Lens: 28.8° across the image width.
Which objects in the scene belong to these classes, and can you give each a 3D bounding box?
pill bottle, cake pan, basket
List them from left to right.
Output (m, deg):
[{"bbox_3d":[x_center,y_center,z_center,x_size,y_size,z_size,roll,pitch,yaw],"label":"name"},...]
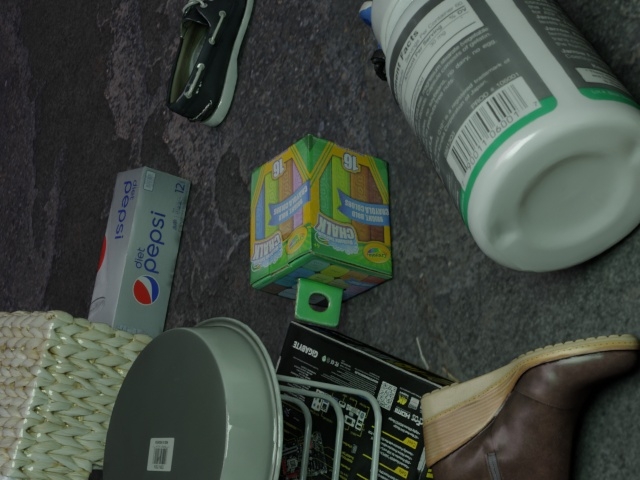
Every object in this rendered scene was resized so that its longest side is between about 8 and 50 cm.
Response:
[{"bbox_3d":[-0.334,0.258,1.744,0.331,0.328,0.266,-5,70,54],"label":"basket"},{"bbox_3d":[-0.143,0.219,1.290,0.293,0.054,0.293,-24,59,49],"label":"cake pan"},{"bbox_3d":[0.188,-0.156,1.298,0.204,0.204,0.361,-52,39,27],"label":"pill bottle"}]

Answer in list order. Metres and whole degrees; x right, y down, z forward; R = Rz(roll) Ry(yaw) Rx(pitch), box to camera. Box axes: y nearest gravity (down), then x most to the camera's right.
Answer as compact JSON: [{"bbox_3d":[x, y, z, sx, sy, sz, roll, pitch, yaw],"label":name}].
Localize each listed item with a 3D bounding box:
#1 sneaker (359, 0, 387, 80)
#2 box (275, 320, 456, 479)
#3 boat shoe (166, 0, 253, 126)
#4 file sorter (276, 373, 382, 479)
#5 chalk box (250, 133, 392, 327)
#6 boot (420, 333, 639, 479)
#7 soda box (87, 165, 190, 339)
[{"bbox_3d":[0.084,-0.254,1.615,0.152,0.058,0.084,34,96,48],"label":"sneaker"},{"bbox_3d":[0.037,0.254,1.445,0.322,0.079,0.257,17,92,56],"label":"box"},{"bbox_3d":[-0.178,-0.335,1.987,0.114,0.091,0.302,-16,63,50],"label":"boat shoe"},{"bbox_3d":[-0.087,0.253,1.398,0.278,0.173,0.192,-13,67,52],"label":"file sorter"},{"bbox_3d":[0.000,0.000,1.559,0.132,0.132,0.213,-30,54,45],"label":"chalk box"},{"bbox_3d":[0.224,0.215,1.214,0.248,0.090,0.206,-26,73,28],"label":"boot"},{"bbox_3d":[-0.292,0.033,1.987,0.098,0.091,0.286,-6,71,54],"label":"soda box"}]
